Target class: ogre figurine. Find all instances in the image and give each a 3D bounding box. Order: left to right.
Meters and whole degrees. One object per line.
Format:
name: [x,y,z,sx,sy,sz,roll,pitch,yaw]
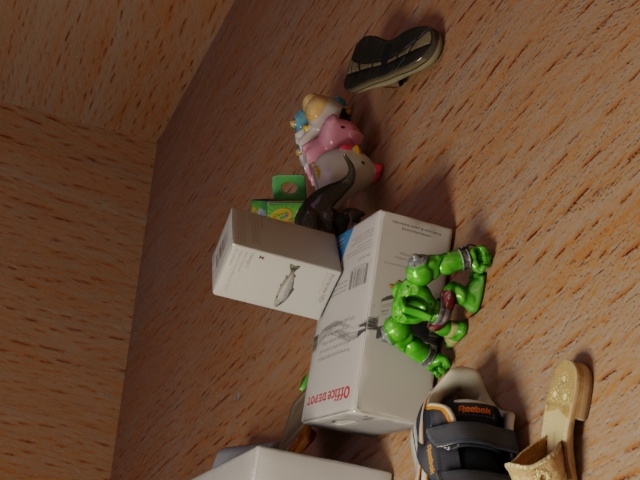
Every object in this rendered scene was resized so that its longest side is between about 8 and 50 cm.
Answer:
ogre figurine: [0.158,0.090,1.719,0.097,0.118,0.197,-98,29,-50]

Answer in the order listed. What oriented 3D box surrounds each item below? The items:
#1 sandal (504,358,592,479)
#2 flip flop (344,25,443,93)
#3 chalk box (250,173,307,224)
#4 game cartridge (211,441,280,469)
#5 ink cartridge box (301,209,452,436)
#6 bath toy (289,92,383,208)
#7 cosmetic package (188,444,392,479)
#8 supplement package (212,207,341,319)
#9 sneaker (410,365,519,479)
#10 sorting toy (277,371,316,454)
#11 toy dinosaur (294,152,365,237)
sandal: [0.248,0.250,1.396,0.088,0.079,0.240,162,120,-69]
flip flop: [0.133,-0.316,2.182,0.277,0.080,0.112,-7,64,54]
chalk box: [-0.057,-0.020,2.338,0.132,0.132,0.213,-167,75,-72]
game cartridge: [-0.162,0.536,2.328,0.198,0.062,0.297,-14,58,45]
ink cartridge box: [0.085,0.135,1.879,0.223,0.129,0.308,149,133,-65]
bath toy: [0.028,-0.178,2.303,0.348,0.129,0.151,-112,11,-64]
cosmetic package: [-0.085,0.464,1.975,0.453,0.230,0.162,142,140,-60]
supplement package: [-0.071,0.037,1.923,0.105,0.179,0.105,-98,27,-55]
sneaker: [0.180,0.279,1.499,0.321,0.126,0.128,-105,28,-59]
sorting toy: [-0.008,0.290,2.093,0.196,0.047,0.348,-56,7,29]
toy dinosaur: [0.000,0.000,2.143,0.160,0.121,0.314,21,124,42]
